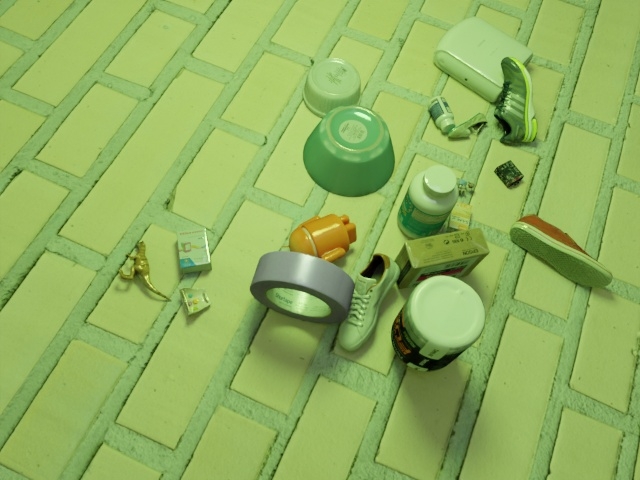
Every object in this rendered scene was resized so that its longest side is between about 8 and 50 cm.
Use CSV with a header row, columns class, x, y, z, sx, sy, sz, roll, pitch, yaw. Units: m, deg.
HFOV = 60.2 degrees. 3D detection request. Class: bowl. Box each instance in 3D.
class,x,y,z,sx,sy,sz,roll,pitch,yaw
bowl,0.104,-0.315,1.787,0.311,0.163,0.312,2,64,-5

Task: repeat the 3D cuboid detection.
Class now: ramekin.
class,x,y,z,sx,sy,sz,roll,pitch,yaw
ramekin,0.043,-0.535,1.914,0.207,0.109,0.207,2,64,-4

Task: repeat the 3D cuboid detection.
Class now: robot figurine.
class,x,y,z,sx,sy,sz,roll,pitch,yaw
robot figurine,-0.001,-0.001,1.649,0.219,0.128,0.158,-23,83,-16

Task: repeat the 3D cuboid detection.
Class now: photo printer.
class,x,y,z,sx,sy,sz,roll,pitch,yaw
photo printer,0.586,-0.679,2.030,0.307,0.107,0.256,39,68,13

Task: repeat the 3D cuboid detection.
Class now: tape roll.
class,x,y,z,sx,sy,sz,roll,pitch,yaw
tape roll,-0.049,0.132,1.498,0.274,0.275,0.090,15,64,2

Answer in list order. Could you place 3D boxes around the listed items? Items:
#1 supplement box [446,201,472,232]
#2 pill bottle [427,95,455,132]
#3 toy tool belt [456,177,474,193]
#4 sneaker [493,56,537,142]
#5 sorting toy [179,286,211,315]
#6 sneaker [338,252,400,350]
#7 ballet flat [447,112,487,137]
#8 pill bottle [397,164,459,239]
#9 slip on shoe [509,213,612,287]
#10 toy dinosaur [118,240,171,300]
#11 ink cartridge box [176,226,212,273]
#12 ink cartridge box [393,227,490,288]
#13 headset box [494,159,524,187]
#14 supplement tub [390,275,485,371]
class,x,y,z,sx,sy,sz,roll,pitch,yaw
supplement box,0.445,-0.071,1.769,0.062,0.036,0.098,15,65,3
pill bottle,0.424,-0.438,1.924,0.067,0.067,0.120,-14,67,-11
toy tool belt,0.459,-0.175,1.819,0.083,0.052,0.051,21,96,9
sneaker,0.652,-0.472,1.885,0.121,0.111,0.300,-15,99,-4
sorting toy,-0.356,0.172,1.585,0.075,0.045,0.083,-17,67,-20
sneaker,0.114,0.163,1.556,0.106,0.123,0.290,17,74,38
ballet flat,0.516,-0.391,1.918,0.168,0.057,0.052,-33,81,-18
pill bottle,0.324,-0.117,1.654,0.146,0.264,0.146,2,64,-4
slip on shoe,0.752,0.026,1.710,0.331,0.123,0.101,36,63,17
toy dinosaur,-0.518,0.090,1.595,0.112,0.064,0.211,-18,68,-14
ink cartridge box,-0.376,0.029,1.642,0.088,0.052,0.122,-10,65,-9
ink cartridge box,0.345,0.055,1.614,0.234,0.193,0.088,-11,67,-9
headset box,0.637,-0.221,1.859,0.062,0.032,0.083,-28,71,-16
supplement tub,0.295,0.233,1.458,0.193,0.316,0.194,2,64,-3
